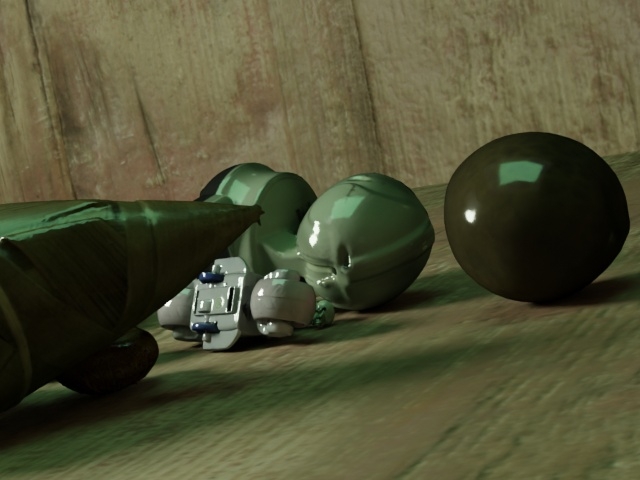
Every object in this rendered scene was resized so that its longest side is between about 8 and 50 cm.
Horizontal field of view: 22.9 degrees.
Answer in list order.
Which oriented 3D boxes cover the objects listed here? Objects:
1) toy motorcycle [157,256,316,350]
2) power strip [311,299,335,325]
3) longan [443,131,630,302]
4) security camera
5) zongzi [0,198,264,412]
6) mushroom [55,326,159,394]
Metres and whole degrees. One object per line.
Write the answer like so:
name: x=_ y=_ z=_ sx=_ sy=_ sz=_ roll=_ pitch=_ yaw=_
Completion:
toy motorcycle: x=-0.088 y=0.078 z=1.803 sx=0.112 sy=0.112 sz=0.254 roll=-16 pitch=6 yaw=-40
power strip: x=-0.024 y=0.081 z=1.825 sx=0.083 sy=0.055 sz=0.035 roll=13 pitch=33 yaw=29
longan: x=0.227 y=-0.024 z=1.681 sx=0.198 sy=0.198 sz=0.212 roll=-9 pitch=21 yaw=23
security camera: x=0.000 y=0.000 z=1.917 sx=0.277 sy=0.197 sz=0.191 roll=0 pitch=20 yaw=33
zongzi: x=-0.343 y=0.059 z=1.688 sx=0.467 sy=0.218 sz=0.500 roll=-17 pitch=9 yaw=-22
mushroom: x=-0.227 y=0.119 z=1.659 sx=0.109 sy=0.085 sz=0.126 roll=-45 pitch=25 yaw=-8
